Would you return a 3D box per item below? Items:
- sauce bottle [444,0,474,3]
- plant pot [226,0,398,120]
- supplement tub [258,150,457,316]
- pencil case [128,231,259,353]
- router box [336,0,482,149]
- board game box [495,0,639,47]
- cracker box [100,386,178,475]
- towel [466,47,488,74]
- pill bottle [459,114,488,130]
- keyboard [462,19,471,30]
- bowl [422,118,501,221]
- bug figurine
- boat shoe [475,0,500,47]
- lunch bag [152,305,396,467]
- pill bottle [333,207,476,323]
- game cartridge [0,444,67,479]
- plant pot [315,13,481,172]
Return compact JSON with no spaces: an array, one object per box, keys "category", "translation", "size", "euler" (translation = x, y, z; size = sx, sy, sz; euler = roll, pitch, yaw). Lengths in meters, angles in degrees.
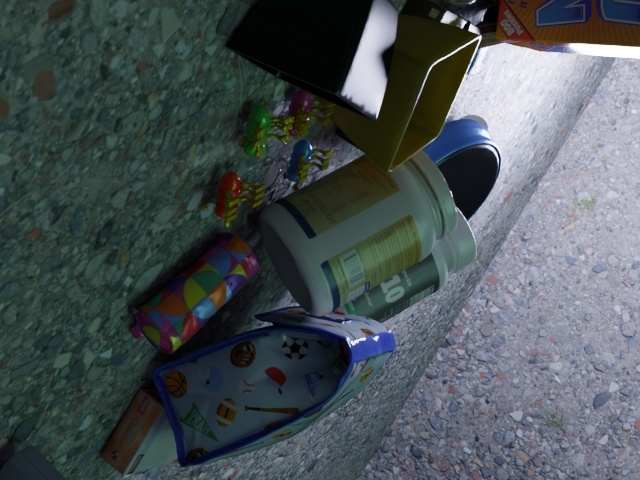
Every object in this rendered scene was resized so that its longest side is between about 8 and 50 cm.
[{"category":"sauce bottle","translation":[0.277,-0.578,1.618],"size":[0.111,0.111,0.344],"euler":[-36,154,-43]},{"category":"plant pot","translation":[0.011,-0.298,1.365],"size":[0.167,0.188,0.187],"euler":[-64,159,6]},{"category":"supplement tub","translation":[0.070,-0.026,1.744],"size":[0.316,0.228,0.228],"euler":[-28,153,-15]},{"category":"pencil case","translation":[-0.211,0.087,1.593],"size":[0.236,0.104,0.104],"euler":[-41,156,-29]},{"category":"router box","translation":[0.179,-0.315,1.861],"size":[0.309,0.081,0.243],"euler":[-61,160,16]},{"category":"board game box","translation":[0.583,-0.548,1.847],"size":[0.356,0.356,0.356],"euler":[-14,111,-62]},{"category":"cracker box","translation":[-0.310,0.363,1.844],"size":[0.156,0.067,0.232],"euler":[-58,161,6]},{"category":"towel","translation":[0.364,-0.437,2.171],"size":[0.067,0.029,0.119],"euler":[-25,145,-54]},{"category":"pill bottle","translation":[0.380,-0.237,2.414],"size":[0.108,0.108,0.180],"euler":[-48,159,-20]},{"category":"keyboard","translation":[0.250,-0.334,1.845],"size":[0.192,0.038,0.100],"euler":[98,9,-50]},{"category":"bowl","translation":[0.276,-0.114,2.265],"size":[0.391,0.077,0.391],"euler":[-30,149,-20]},{"category":"bug figurine","translation":[-0.078,-0.142,1.557],"size":[0.279,0.072,0.216],"euler":[-30,147,-47]},{"category":"boat shoe","translation":[0.408,-0.503,2.071],"size":[0.342,0.123,0.123],"euler":[-32,111,-49]},{"category":"lunch bag","translation":[-0.067,0.251,1.792],"size":[0.385,0.239,0.328],"euler":[-23,172,18]},{"category":"pill bottle","translation":[0.149,0.057,2.075],"size":[0.361,0.204,0.204],"euler":[-29,153,-16]},{"category":"game cartridge","translation":[-0.447,0.471,1.504],"size":[0.062,0.198,0.297],"euler":[-34,151,-46]},{"category":"plant pot","translation":[0.119,-0.278,1.613],"size":[0.212,0.187,0.212],"euler":[-37,154,-50]}]
